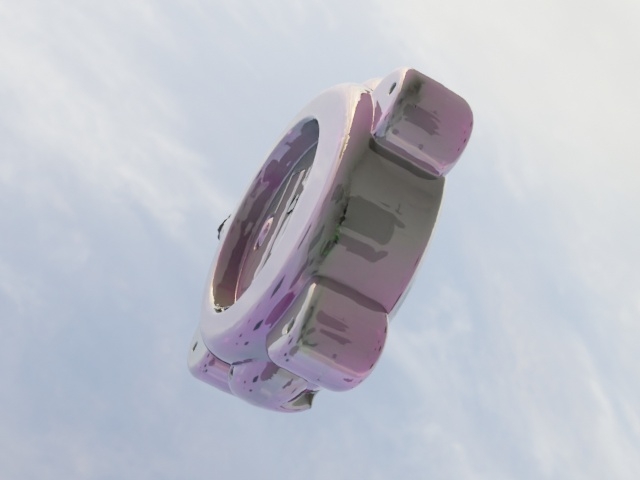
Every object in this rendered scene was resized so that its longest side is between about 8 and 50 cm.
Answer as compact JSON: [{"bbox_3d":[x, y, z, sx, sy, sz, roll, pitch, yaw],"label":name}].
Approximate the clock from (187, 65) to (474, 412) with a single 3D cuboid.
[{"bbox_3d":[0.000,0.000,0.657,0.090,0.248,0.228,26,-102,-15],"label":"clock"}]
